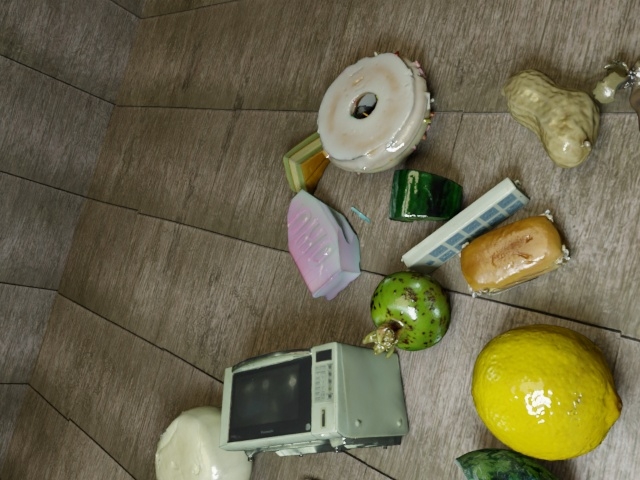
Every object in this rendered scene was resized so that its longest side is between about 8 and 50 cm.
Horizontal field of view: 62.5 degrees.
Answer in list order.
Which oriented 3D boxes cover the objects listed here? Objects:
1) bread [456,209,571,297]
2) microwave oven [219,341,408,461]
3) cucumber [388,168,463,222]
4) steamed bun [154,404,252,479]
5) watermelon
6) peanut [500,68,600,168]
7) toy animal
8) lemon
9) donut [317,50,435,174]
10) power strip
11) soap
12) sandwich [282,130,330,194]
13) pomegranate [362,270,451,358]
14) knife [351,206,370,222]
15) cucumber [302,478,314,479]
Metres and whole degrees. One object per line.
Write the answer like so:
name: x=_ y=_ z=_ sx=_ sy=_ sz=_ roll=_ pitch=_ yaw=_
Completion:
bread: x=0.454 y=0.035 z=1.253 sx=0.241 sy=0.107 sz=0.136 roll=-28 pitch=64 yaw=31
microwave oven: x=-0.025 y=0.432 z=1.377 sx=0.394 sy=0.333 sz=0.247 roll=-21 pitch=61 yaw=34
cucumber: x=0.272 y=-0.113 z=1.399 sx=0.191 sy=0.191 sz=0.130 roll=6 pitch=90 yaw=40
steamed bun: x=-0.341 y=0.691 z=1.629 sx=0.334 sy=0.233 sz=0.312 roll=-45 pitch=56 yaw=31
watermelon: x=0.379 y=0.513 z=1.054 sx=0.224 sy=0.305 sz=0.180 roll=-5 pitch=42 yaw=41
peanut: x=0.556 y=-0.300 z=1.249 sx=0.159 sy=0.143 sz=0.291 roll=-21 pitch=53 yaw=-4
toy animal: x=0.710 y=-0.316 z=1.155 sx=0.186 sy=0.094 sz=0.214 roll=-11 pitch=79 yaw=45
lemon: x=0.449 y=0.303 z=1.073 sx=0.293 sy=0.293 sz=0.293 roll=-12 pitch=70 yaw=36
donut: x=0.164 y=-0.374 z=1.579 sx=0.383 sy=0.142 sz=0.382 roll=-12 pitch=70 yaw=35
power strip: x=0.360 y=-0.023 z=1.344 sx=0.367 sy=0.106 sz=0.043 roll=-40 pitch=52 yaw=25
soap: x=0.000 y=0.000 z=1.629 sx=0.193 sy=0.109 sz=0.324 roll=-43 pitch=54 yaw=21
sandwich: x=-0.021 y=-0.259 z=1.783 sx=0.187 sy=0.144 sz=0.117 roll=-38 pitch=47 yaw=-20
pomegranate: x=0.213 y=0.190 z=1.321 sx=0.211 sy=0.263 sz=0.211 roll=20 pitch=129 yaw=27
knife: x=0.123 y=-0.077 z=1.618 sx=0.091 sy=0.005 sz=0.014 roll=41 pitch=102 yaw=38
cucumber: x=-0.008 y=0.706 z=1.468 sx=0.112 sy=0.064 sz=0.064 roll=-3 pitch=76 yaw=36
